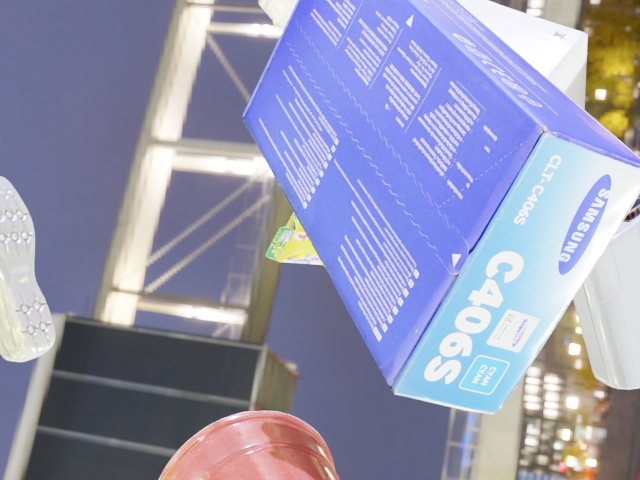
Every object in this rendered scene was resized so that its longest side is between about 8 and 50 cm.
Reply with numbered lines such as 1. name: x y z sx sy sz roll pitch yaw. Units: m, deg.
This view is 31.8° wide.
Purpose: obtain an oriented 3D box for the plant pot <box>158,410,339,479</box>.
1. plant pot: -0.055 0.402 1.453 0.265 0.272 0.272 -140 46 -60

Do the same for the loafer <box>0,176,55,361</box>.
1. loafer: -0.540 0.050 1.905 0.112 0.111 0.319 -3 -102 -53

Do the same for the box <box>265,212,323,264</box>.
1. box: 0.000 0.000 1.959 0.105 0.179 0.043 121 145 -50

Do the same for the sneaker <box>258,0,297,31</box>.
1. sneaker: -0.020 -0.287 1.441 0.090 0.115 0.232 -64 -24 -48

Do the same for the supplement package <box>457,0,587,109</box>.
1. supplement package: 0.149 -0.075 1.139 0.177 0.175 0.293 -47 -33 -27

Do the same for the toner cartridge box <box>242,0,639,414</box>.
1. toner cartridge box: 0.053 -0.064 0.713 0.165 0.075 0.348 -63 29 22

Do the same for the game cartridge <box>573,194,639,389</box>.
1. game cartridge: 0.375 0.013 1.134 0.294 0.060 0.196 -34 -57 -23
